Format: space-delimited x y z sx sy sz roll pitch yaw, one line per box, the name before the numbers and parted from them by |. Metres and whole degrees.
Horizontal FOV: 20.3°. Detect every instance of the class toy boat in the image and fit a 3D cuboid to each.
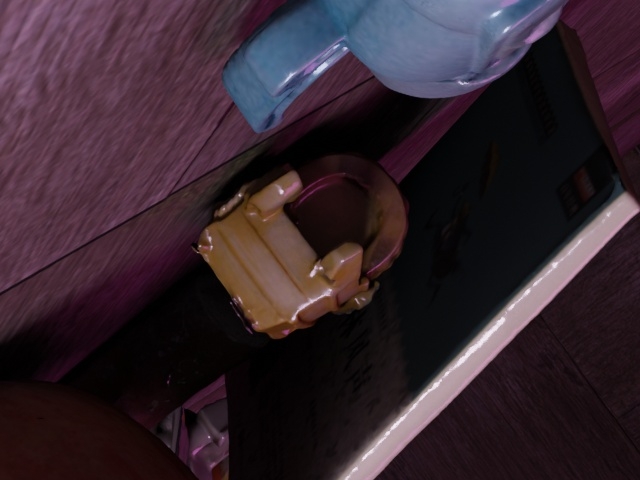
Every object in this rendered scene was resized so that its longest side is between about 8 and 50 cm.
toy boat | 0.000 0.000 1.090 0.115 0.089 0.310 -37 174 2

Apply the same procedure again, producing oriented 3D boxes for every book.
book | 0.057 0.041 1.182 0.379 0.031 0.264 -49 -159 21

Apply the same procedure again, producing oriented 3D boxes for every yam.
yam | -0.114 0.086 1.226 0.169 0.068 0.068 -35 174 26

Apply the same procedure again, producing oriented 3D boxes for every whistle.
whistle | 0.049 -0.102 0.682 0.186 0.093 0.274 -36 176 -3

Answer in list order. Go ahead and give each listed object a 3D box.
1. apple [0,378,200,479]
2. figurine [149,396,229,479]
apple | -0.192 0.225 1.035 0.345 0.269 0.345 -16 170 -3
figurine | -0.155 0.217 1.581 0.309 0.143 0.308 -17 168 -4
